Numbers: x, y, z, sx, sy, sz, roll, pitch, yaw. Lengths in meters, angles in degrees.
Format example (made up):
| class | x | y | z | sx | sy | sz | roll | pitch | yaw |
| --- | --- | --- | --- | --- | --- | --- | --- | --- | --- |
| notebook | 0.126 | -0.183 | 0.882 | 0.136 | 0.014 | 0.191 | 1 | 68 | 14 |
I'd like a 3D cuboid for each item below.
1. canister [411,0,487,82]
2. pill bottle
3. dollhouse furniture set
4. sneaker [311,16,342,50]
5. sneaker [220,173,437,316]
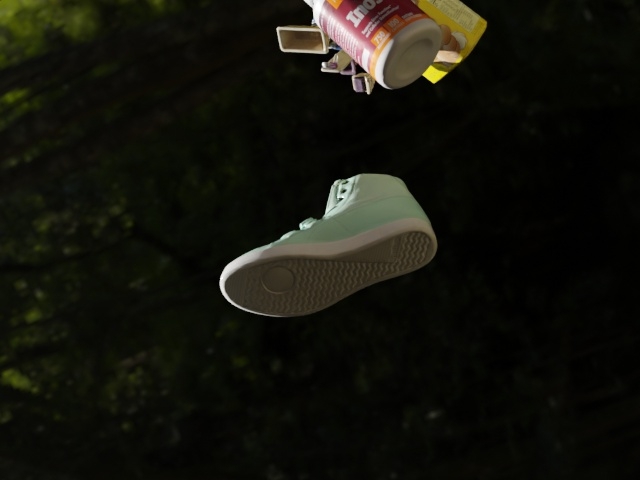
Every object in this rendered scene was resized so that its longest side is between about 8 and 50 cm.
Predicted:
| class | x | y | z | sx | sy | sz | roll | pitch | yaw |
| --- | --- | --- | --- | --- | --- | --- | --- | --- | --- |
| canister | 0.100 | -0.270 | 1.839 | 0.170 | 0.126 | 0.073 | 36 | -112 | -7 |
| pill bottle | 0.048 | -0.234 | 1.624 | 0.152 | 0.086 | 0.086 | 45 | -162 | 27 |
| dollhouse furniture set | -0.006 | -0.208 | 1.843 | 0.081 | 0.114 | 0.091 | -50 | -42 | -46 |
| sneaker | 0.079 | -0.350 | 2.237 | 0.081 | 0.211 | 0.080 | 16 | -134 | -43 |
| sneaker | 0.001 | 0.000 | 1.852 | 0.151 | 0.256 | 0.094 | -107 | 3 | -55 |
